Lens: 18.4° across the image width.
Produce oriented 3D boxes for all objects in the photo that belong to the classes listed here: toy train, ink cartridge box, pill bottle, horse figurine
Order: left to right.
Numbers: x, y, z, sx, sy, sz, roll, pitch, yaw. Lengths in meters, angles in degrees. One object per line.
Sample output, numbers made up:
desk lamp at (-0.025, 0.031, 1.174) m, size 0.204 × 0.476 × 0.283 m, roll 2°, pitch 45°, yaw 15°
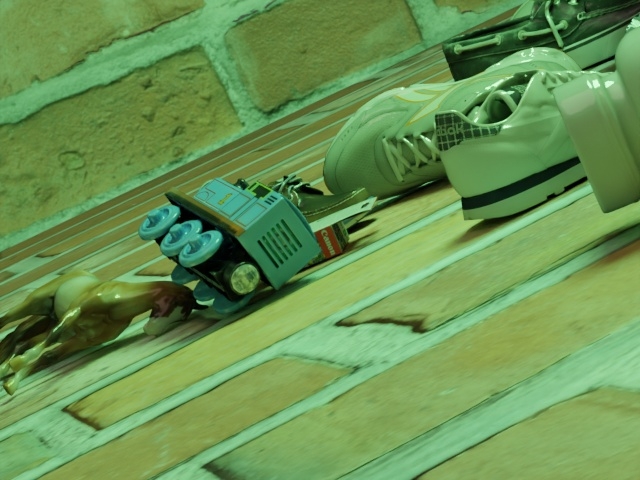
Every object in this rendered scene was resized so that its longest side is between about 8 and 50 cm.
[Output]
horse figurine at (-0.232, 0.077, 1.792) m, size 0.174 × 0.066 × 0.263 m, roll -34°, pitch 13°, yaw -24°
toy train at (-0.081, -0.003, 1.682) m, size 0.105 × 0.080 × 0.184 m, roll -40°, pitch 26°, yaw -11°
ink cartridge box at (0.000, 0.000, 1.728) m, size 0.115 × 0.029 × 0.063 m, roll -22°, pitch 8°, yaw 11°
pill bottle at (0.257, -0.096, 1.238) m, size 0.208 × 0.118 × 0.117 m, roll -23°, pitch 7°, yaw 8°

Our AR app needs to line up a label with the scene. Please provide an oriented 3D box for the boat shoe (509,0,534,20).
boat shoe at (0.351, -0.283, 2.381) m, size 0.302 × 0.091 × 0.114 m, roll -17°, pitch 37°, yaw 49°

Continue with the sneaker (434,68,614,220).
sneaker at (0.194, -0.098, 1.547) m, size 0.235 × 0.095 × 0.090 m, roll -27°, pitch 6°, yaw -30°

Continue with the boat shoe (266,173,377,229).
boat shoe at (-0.031, -0.024, 1.848) m, size 0.183 × 0.066 × 0.066 m, roll -20°, pitch 9°, yaw 34°

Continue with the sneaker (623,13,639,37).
sneaker at (0.347, -0.146, 1.462) m, size 0.131 × 0.112 × 0.319 m, roll 8°, pitch 27°, yaw 37°

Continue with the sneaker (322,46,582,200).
sneaker at (0.117, -0.101, 1.827) m, size 0.262 × 0.099 × 0.121 m, roll -24°, pitch 12°, yaw 14°

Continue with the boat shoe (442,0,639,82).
boat shoe at (0.281, -0.251, 2.292) m, size 0.306 × 0.105 × 0.113 m, roll -19°, pitch 9°, yaw 36°
